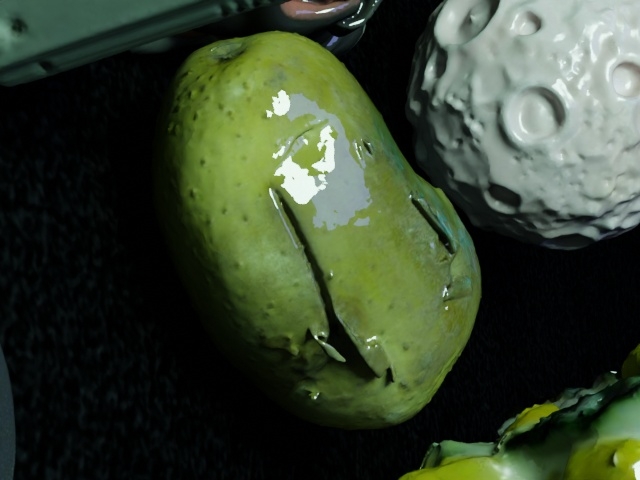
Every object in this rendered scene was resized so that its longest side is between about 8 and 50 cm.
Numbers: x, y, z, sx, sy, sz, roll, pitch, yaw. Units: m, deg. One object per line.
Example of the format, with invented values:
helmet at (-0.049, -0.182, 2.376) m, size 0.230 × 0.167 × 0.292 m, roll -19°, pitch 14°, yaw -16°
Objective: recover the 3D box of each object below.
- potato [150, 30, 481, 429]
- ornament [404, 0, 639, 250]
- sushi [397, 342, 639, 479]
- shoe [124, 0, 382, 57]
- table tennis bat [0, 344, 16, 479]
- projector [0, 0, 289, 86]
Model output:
potato at (0.000, 0.000, 0.718) m, size 0.169 × 0.143 × 0.248 m, roll -91°, pitch 155°, yaw -53°
ornament at (0.191, -0.124, 1.104) m, size 0.225 × 0.259 × 0.259 m, roll 37°, pitch 42°, yaw -33°
sushi at (0.172, 0.208, 0.782) m, size 0.285 × 0.328 × 0.329 m, roll 38°, pitch 44°, yaw -40°
shoe at (-0.022, -0.166, 0.771) m, size 0.291 × 0.137 × 0.114 m, roll -12°, pitch 89°, yaw -68°
table tennis bat at (-0.173, 0.052, 0.438) m, size 0.236 × 0.027 × 0.150 m, roll 26°, pitch 54°, yaw -63°
projector at (-0.109, -0.200, 0.524) m, size 0.257 × 0.192 × 0.099 m, roll 64°, pitch 30°, yaw -26°
